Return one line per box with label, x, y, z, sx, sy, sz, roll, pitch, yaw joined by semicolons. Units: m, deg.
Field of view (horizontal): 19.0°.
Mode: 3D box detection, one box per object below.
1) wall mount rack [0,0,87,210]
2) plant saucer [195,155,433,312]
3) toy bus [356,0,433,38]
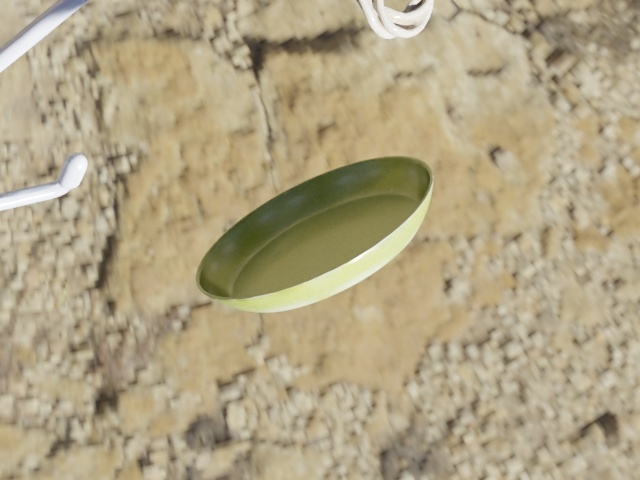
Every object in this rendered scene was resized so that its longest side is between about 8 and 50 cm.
wall mount rack;-0.228;-0.186;1.322;0.130;0.350;0.304;-15;156;-21
plant saucer;0.000;0.000;1.764;0.241;0.241;0.037;-26;112;1
toy bus;-0.053;-0.185;0.729;0.191;0.104;0.202;13;78;-35
